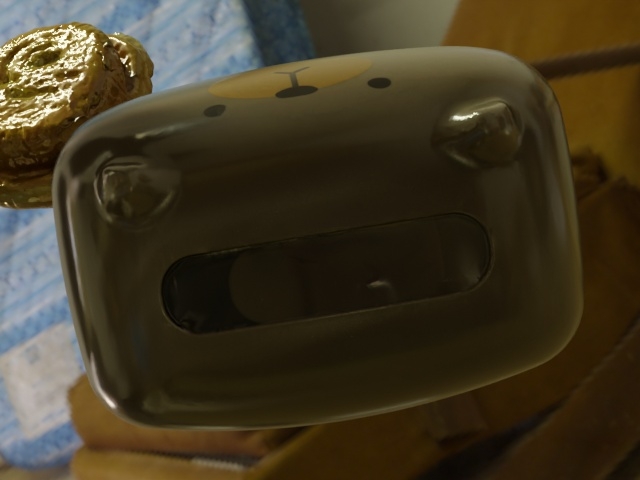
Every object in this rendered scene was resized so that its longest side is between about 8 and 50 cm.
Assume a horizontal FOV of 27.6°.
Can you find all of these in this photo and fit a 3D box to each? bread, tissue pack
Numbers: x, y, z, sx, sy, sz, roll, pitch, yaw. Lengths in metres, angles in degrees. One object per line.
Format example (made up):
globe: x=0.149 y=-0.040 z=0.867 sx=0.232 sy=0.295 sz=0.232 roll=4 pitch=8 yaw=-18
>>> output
bread: x=-0.288 y=-0.141 z=1.430 sx=0.198 sy=0.120 sz=0.236 roll=-6 pitch=50 yaw=21
tissue pack: x=0.000 y=0.000 z=0.974 sx=0.387 sy=0.267 sz=0.277 roll=-8 pitch=6 yaw=1
